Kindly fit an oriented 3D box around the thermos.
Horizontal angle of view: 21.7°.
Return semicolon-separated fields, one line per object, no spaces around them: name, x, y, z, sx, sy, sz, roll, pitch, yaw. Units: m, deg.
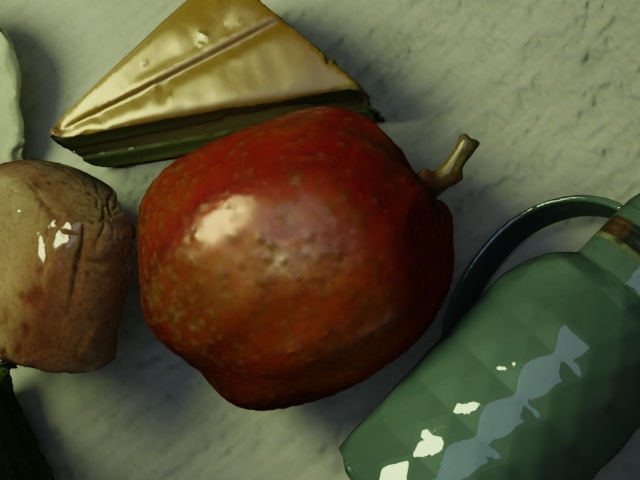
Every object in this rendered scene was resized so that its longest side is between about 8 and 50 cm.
thermos;0.147;0.085;1.155;0.286;0.145;0.182;-48;47;-1

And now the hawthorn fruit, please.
hawthorn fruit;0.000;0.000;1.148;0.253;0.205;0.205;-30;78;21

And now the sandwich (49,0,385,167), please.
sandwich;-0.074;-0.084;1.222;0.187;0.117;0.144;-44;74;2

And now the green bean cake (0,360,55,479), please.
green bean cake;-0.329;0.193;1.167;0.247;0.250;0.156;-26;78;6

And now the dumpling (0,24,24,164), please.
dumpling;-0.404;-0.052;1.254;0.341;0.181;0.260;-20;111;-31

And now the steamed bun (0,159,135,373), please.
steamed bun;-0.198;0.015;1.215;0.175;0.106;0.145;27;104;52
